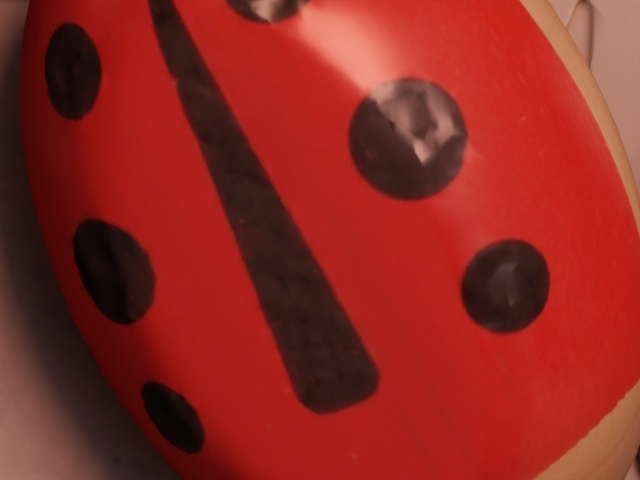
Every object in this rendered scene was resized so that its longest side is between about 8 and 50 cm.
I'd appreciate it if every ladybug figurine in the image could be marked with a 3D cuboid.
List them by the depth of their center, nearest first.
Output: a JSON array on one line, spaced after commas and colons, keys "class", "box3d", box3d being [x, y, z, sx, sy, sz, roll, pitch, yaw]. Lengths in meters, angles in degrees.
[{"class": "ladybug figurine", "box3d": [0.000, 0.000, 0.691, 0.449, 0.305, 0.162, 61, 17, -11]}]

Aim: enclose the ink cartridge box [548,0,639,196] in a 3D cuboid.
[{"class": "ink cartridge box", "box3d": [0.259, -0.158, 0.914, 0.273, 0.114, 0.197, -29, 125, -45]}]
